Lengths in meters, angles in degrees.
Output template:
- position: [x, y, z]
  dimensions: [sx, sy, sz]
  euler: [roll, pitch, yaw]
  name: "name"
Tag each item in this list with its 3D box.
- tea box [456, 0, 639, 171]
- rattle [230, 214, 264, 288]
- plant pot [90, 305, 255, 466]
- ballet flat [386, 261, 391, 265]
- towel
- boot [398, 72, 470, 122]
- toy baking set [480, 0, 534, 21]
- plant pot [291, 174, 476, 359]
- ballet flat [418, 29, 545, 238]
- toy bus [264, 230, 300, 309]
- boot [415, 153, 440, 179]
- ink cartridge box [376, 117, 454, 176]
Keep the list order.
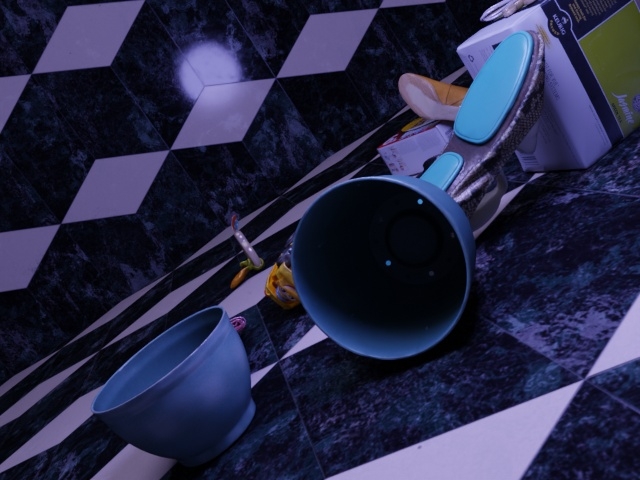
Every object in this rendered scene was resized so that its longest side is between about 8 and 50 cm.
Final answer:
- position: [0.533, -0.371, 1.395]
  dimensions: [0.323, 0.329, 0.220]
  euler: [-36, 14, -12]
  name: "tea box"
- position: [-0.290, 0.035, 2.205]
  dimensions: [0.142, 0.200, 0.130]
  euler: [-32, 13, 7]
  name: "rattle"
- position: [-0.244, 0.289, 1.218]
  dimensions: [0.293, 0.196, 0.293]
  euler: [-32, 13, 8]
  name: "plant pot"
- position: [0.201, 0.020, 1.400]
  dimensions: [0.221, 0.077, 0.079]
  euler: [-32, -13, 8]
  name: "ballet flat"
- position: [-0.275, 0.264, 1.516]
  dimensions: [0.237, 0.037, 0.329]
  euler: [-36, -5, -13]
  name: "towel"
- position: [0.390, -0.410, 1.891]
  dimensions: [0.211, 0.295, 0.104]
  euler: [-31, -30, -39]
  name: "boot"
- position: [0.440, -0.531, 1.389]
  dimensions: [0.196, 0.030, 0.256]
  euler: [-34, 14, -1]
  name: "toy baking set"
- position: [0.131, 0.020, 1.117]
  dimensions: [0.293, 0.293, 0.235]
  euler: [-27, 2, 27]
  name: "plant pot"
- position: [0.312, -0.158, 1.276]
  dimensions: [0.483, 0.182, 0.164]
  euler: [-59, 30, 9]
  name: "ballet flat"
- position: [-0.068, 0.095, 1.636]
  dimensions: [0.211, 0.149, 0.220]
  euler: [-42, 11, 29]
  name: "toy bus"
- position: [0.391, -0.222, 1.708]
  dimensions: [0.280, 0.096, 0.264]
  euler: [-34, -10, -17]
  name: "boot"
- position: [0.380, -0.339, 2.081]
  dimensions: [0.272, 0.130, 0.309]
  euler: [-40, 14, -27]
  name: "ink cartridge box"
